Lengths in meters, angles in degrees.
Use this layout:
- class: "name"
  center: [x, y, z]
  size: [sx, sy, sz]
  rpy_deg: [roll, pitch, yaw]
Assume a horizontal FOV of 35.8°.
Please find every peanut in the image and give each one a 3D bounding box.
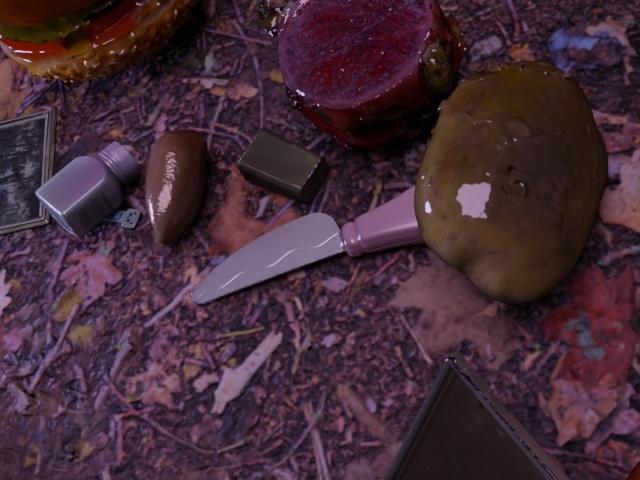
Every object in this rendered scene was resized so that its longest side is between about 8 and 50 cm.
- class: "peanut"
  center: [-0.176, -0.066, 1.193]
  size: [0.076, 0.076, 0.152]
  rpy_deg: [3, 70, 20]

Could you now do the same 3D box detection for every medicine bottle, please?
- class: "medicine bottle"
  center: [-0.284, -0.068, 1.234]
  size: [0.118, 0.055, 0.074]
  rpy_deg: [-44, 49, -17]

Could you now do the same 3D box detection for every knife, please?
- class: "knife"
  center: [0.000, -0.003, 1.125]
  size: [0.336, 0.043, 0.081]
  rpy_deg: [-16, 55, 13]
- class: "knife"
  center: [-0.270, -0.034, 1.246]
  size: [0.096, 0.010, 0.027]
  rpy_deg: [9, 66, 23]

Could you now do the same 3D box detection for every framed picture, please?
- class: "framed picture"
  center: [-0.422, -0.088, 1.324]
  size: [0.142, 0.011, 0.183]
  rpy_deg: [-11, 61, 13]
- class: "framed picture"
  center: [0.163, 0.268, 0.848]
  size: [0.016, 0.213, 0.289]
  rpy_deg: [-11, 46, -35]

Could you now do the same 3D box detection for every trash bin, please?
- class: "trash bin"
  center: [-0.043, -0.086, 1.180]
  size: [0.092, 0.043, 0.061]
  rpy_deg: [26, 75, 24]

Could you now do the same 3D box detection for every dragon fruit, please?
- class: "dragon fruit"
  center: [0.056, -0.209, 1.155]
  size: [0.282, 0.147, 0.211]
  rpy_deg: [26, 79, 37]

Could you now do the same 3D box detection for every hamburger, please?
- class: "hamburger"
  center: [-0.322, -0.376, 1.299]
  size: [0.330, 0.250, 0.330]
  rpy_deg: [-6, 66, 15]

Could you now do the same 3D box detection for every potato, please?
- class: "potato"
  center: [0.202, -0.077, 1.024]
  size: [0.192, 0.141, 0.296]
  rpy_deg: [25, 57, -8]

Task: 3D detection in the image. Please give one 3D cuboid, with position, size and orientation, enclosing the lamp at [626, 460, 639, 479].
- class: "lamp"
  center: [0.322, 0.255, 0.799]
  size: [0.164, 0.187, 0.187]
  rpy_deg: [19, 71, 37]
